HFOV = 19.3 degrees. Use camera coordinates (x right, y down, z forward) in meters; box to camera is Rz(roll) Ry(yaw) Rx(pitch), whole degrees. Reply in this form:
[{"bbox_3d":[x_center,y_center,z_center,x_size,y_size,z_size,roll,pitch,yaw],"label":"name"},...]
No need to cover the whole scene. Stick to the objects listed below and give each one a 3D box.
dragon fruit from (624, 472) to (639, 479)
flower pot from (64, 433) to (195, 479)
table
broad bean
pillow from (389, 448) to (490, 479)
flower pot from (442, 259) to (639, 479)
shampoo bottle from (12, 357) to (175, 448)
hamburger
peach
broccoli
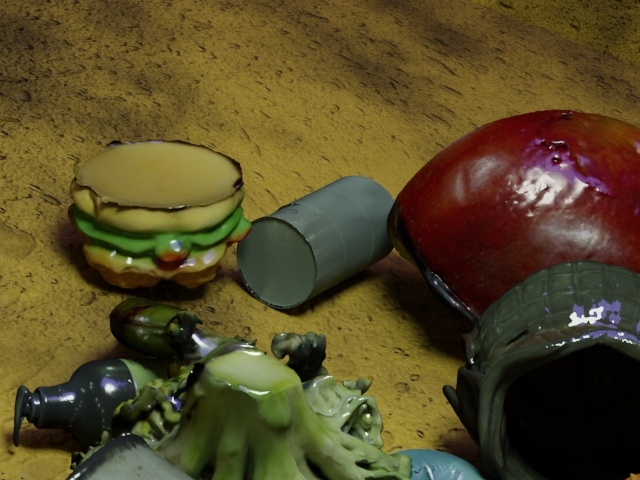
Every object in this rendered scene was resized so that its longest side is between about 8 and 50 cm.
[{"bbox_3d":[0.393,0.337,1.936,0.290,0.189,0.290,23,2,-1],"label":"dragon fruit"},{"bbox_3d":[-0.109,0.367,1.576,0.330,0.293,0.293,31,30,14],"label":"flower pot"},{"bbox_3d":[0.000,0.000,2.498,0.126,0.126,0.220,28,29,22],"label":"table"},{"bbox_3d":[-0.194,0.097,2.120,0.077,0.061,0.339,8,-1,-15],"label":"broad bean"},{"bbox_3d":[0.112,0.312,2.017,0.214,0.086,0.233,39,36,28],"label":"pillow"},{"bbox_3d":[0.287,0.181,2.127,0.302,0.302,0.213,15,25,-4],"label":"flower pot"},{"bbox_3d":[-0.201,0.179,2.069,0.284,0.101,0.101,1,31,-29],"label":"shampoo bottle"},{"bbox_3d":[-0.205,-0.022,2.396,0.237,0.149,0.237,3,25,-2],"label":"hamburger"},{"bbox_3d":[0.296,-0.003,2.472,0.416,0.353,0.339,-8,23,-7],"label":"peach"},{"bbox_3d":[-0.072,0.232,1.894,0.334,0.272,0.324,36,19,29],"label":"broccoli"}]
